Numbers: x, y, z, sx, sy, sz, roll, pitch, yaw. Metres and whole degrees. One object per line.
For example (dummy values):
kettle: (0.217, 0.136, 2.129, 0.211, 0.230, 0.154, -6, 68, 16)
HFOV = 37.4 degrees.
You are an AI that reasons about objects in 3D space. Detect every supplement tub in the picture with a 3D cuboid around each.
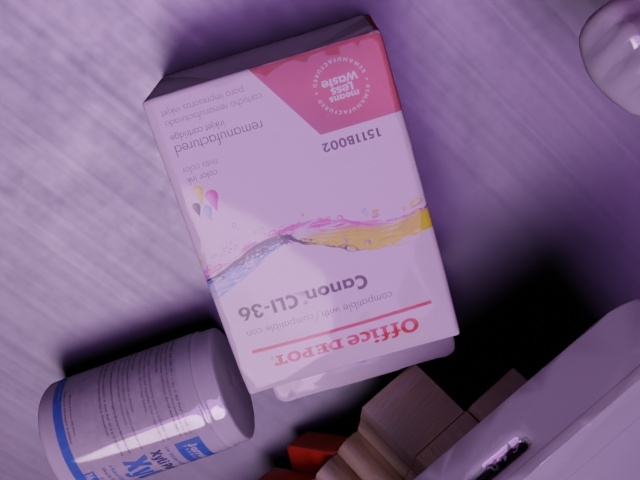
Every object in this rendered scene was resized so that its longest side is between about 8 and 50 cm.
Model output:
supplement tub: (-0.099, 0.099, 0.544, 0.107, 0.071, 0.071, -20, 119, 7)

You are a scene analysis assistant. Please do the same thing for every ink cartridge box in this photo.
ink cartridge box: (0.000, 0.000, 0.483, 0.115, 0.067, 0.198, -17, 110, 4)

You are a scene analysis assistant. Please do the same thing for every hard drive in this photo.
hard drive: (0.150, 0.179, 0.547, 0.203, 0.040, 0.307, -41, 135, 1)

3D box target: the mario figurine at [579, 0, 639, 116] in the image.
mario figurine: (0.243, -0.100, 0.402, 0.320, 0.170, 0.198, 40, 74, -31)

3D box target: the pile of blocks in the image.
pile of blocks: (-0.002, 0.203, 0.608, 0.112, 0.149, 0.362, 44, 101, 21)
